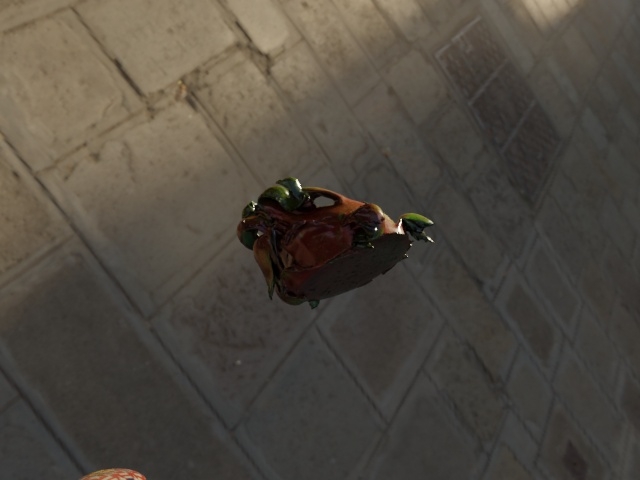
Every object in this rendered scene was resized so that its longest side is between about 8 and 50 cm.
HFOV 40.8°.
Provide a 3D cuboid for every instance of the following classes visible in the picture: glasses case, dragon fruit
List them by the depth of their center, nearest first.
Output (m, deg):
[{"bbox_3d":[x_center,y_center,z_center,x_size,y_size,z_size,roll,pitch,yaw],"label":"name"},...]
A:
[{"bbox_3d":[0.000,0.000,0.802,0.175,0.138,0.142,35,52,13],"label":"dragon fruit"},{"bbox_3d":[-0.240,0.280,0.951,0.194,0.073,0.049,99,-13,-80],"label":"glasses case"}]
